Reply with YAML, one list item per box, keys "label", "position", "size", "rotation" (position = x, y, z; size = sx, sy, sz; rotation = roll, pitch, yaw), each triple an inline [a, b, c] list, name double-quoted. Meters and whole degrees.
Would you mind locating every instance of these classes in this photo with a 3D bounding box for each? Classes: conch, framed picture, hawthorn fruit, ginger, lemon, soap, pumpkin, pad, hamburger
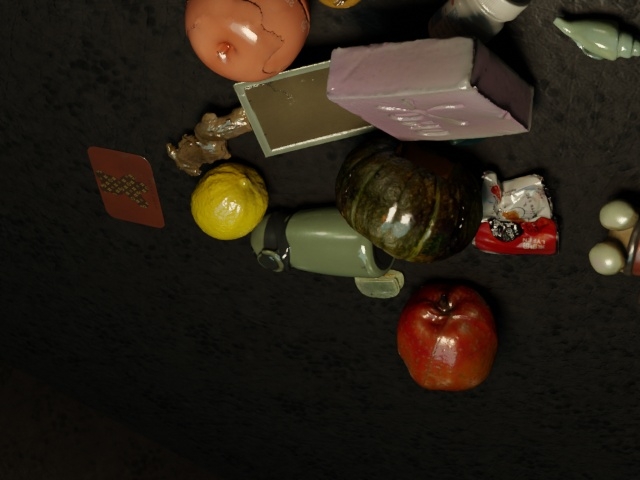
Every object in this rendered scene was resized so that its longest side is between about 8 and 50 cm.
- label: "conch"
  position: [0.489, -0.349, 1.587]
  size: [0.180, 0.088, 0.065]
  rotation: [22, 99, 12]
- label: "framed picture"
  position: [-0.004, -0.275, 1.843]
  size: [0.293, 0.018, 0.231]
  rotation: [-13, 145, 7]
- label: "hawthorn fruit"
  position: [0.298, 0.214, 2.174]
  size: [0.254, 0.254, 0.300]
  rotation: [10, 152, 17]
- label: "ginger"
  position: [-0.243, -0.228, 2.075]
  size: [0.122, 0.084, 0.290]
  rotation: [43, 138, -16]
- label: "lemon"
  position: [-0.212, -0.093, 2.148]
  size: [0.180, 0.181, 0.193]
  rotation: [23, 122, 1]
- label: "soap"
  position: [0.206, -0.270, 1.662]
  size: [0.285, 0.107, 0.296]
  rotation: [0, 171, 34]
- label: "pumpkin"
  position: [0.178, -0.087, 1.855]
  size: [0.320, 0.320, 0.192]
  rotation: [22, 117, 2]
- label: "pad"
  position: [-0.502, -0.135, 2.383]
  size: [0.181, 0.004, 0.267]
  rotation: [12, 140, 14]
- label: "hamburger"
  position: [0.151, 0.111, 2.297]
  size: [0.121, 0.054, 0.084]
  rotation: [1, 136, 15]

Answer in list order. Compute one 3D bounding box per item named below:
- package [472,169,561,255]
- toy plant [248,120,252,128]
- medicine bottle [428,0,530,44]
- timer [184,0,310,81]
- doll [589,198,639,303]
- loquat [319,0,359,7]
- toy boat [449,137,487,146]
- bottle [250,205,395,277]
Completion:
- label: "package"
  position: [0.414, -0.055, 1.962]
  size: [0.194, 0.071, 0.269]
  rotation: [14, 152, 23]
- label: "toy plant"
  position: [-0.081, -0.283, 1.921]
  size: [0.092, 0.093, 0.162]
  rotation: [38, 140, -18]
- label: "medicine bottle"
  position: [0.273, -0.397, 1.597]
  size: [0.105, 0.105, 0.168]
  rotation: [35, 141, -14]
- label: "timer"
  position: [-0.135, -0.412, 1.699]
  size: [0.229, 0.215, 0.230]
  rotation: [14, 142, 12]
- label: "doll"
  position: [0.706, 0.029, 1.819]
  size: [0.329, 0.235, 0.174]
  rotation: [18, -175, 20]
- label: "loquat"
  position: [0.037, -0.478, 1.602]
  size: [0.141, 0.141, 0.141]
  rotation: [14, 141, 12]
- label: "toy boat"
  position: [0.302, -0.221, 1.828]
  size: [0.055, 0.060, 0.141]
  rotation: [38, 147, -20]
- label: "bottle"
  position: [-0.001, 0.001, 2.157]
  size: [0.346, 0.168, 0.168]
  rotation: [1, 137, 31]
